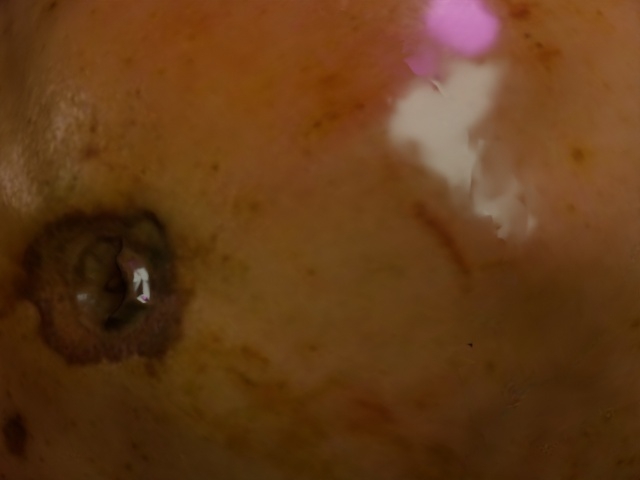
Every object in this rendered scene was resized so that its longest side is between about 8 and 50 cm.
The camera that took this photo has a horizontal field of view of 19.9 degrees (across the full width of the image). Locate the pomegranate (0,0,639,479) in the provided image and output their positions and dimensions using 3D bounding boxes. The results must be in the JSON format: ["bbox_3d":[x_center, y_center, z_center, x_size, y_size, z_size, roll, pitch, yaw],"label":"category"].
[{"bbox_3d":[0.000,0.000,0.900,0.411,0.411,0.411,9,68,-24],"label":"pomegranate"}]
